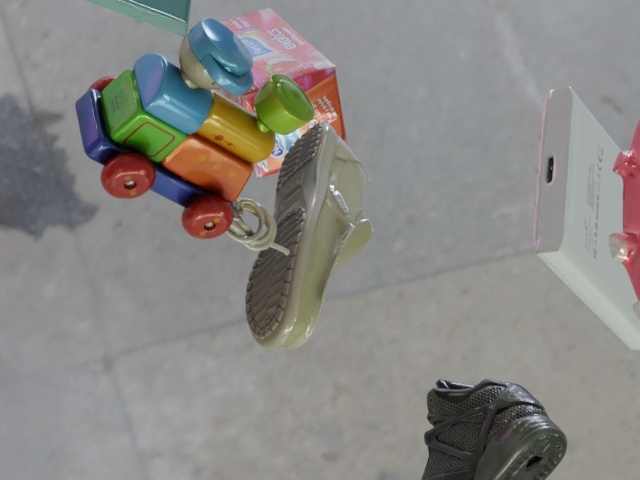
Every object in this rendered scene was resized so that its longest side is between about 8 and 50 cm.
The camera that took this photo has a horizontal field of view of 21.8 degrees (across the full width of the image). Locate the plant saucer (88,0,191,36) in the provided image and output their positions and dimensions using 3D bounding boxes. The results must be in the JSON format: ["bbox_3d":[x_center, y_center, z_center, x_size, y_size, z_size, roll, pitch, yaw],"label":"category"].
[{"bbox_3d":[-0.208,-0.260,1.616,0.192,0.018,0.067,18,64,-27],"label":"plant saucer"}]

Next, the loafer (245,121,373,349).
[{"bbox_3d":[0.000,0.000,1.617,0.092,0.102,0.269,29,50,-20],"label":"loafer"}]

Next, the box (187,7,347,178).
[{"bbox_3d":[-0.072,-0.193,2.119,0.128,0.123,0.257,-18,30,-13],"label":"box"}]

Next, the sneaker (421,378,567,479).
[{"bbox_3d":[0.126,0.220,1.574,0.087,0.227,0.130,22,25,-37],"label":"sneaker"}]

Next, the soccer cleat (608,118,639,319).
[{"bbox_3d":[0.200,0.034,0.757,0.095,0.083,0.248,11,51,-24],"label":"soccer cleat"}]

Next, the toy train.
[{"bbox_3d":[-0.060,-0.076,1.320,0.248,0.143,0.105,28,34,-42],"label":"toy train"}]

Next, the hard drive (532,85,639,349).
[{"bbox_3d":[0.329,-0.019,1.936,0.307,0.040,0.203,39,52,-52],"label":"hard drive"}]
